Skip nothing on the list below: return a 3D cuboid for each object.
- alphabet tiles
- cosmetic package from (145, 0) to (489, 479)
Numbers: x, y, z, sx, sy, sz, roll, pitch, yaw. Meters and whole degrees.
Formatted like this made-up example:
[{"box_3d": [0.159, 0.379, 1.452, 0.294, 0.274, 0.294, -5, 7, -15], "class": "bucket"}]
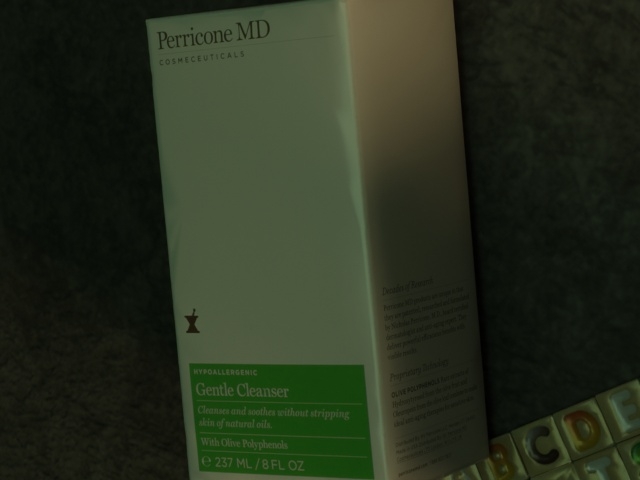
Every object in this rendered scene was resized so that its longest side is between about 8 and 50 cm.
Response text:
[{"box_3d": [0.214, 0.221, 1.469, 0.237, 0.009, 0.198, -27, 82, 32], "class": "alphabet tiles"}, {"box_3d": [0.000, 0.000, 1.486, 0.197, 0.155, 0.366, -4, 96, 36], "class": "cosmetic package"}]
